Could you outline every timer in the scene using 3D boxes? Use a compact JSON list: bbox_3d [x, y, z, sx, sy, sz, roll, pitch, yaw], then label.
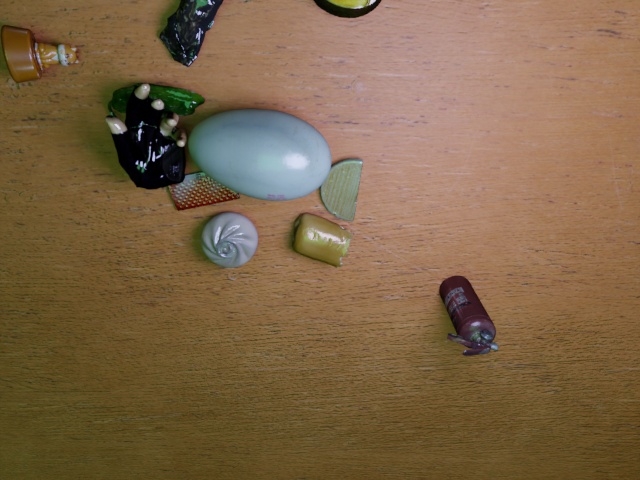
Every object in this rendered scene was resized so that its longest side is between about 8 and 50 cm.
[{"bbox_3d":[-0.690,-0.464,1.132,0.152,0.132,0.132,-8,117,-20],"label":"timer"}]

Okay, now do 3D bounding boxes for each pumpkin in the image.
[{"bbox_3d":[0.078,-0.648,1.007,0.190,0.139,0.281,18,117,-3],"label":"pumpkin"}]

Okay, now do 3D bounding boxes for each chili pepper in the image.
[{"bbox_3d":[-0.436,-0.365,1.184,0.257,0.074,0.100,5,160,2],"label":"chili pepper"}]

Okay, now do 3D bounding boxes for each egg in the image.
[{"bbox_3d":[-0.155,-0.222,1.165,0.370,0.230,0.230,10,116,3],"label":"egg"}]

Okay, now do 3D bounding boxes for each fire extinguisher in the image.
[{"bbox_3d":[0.412,0.224,1.308,0.147,0.337,0.107,9,114,-3],"label":"fire extinguisher"}]

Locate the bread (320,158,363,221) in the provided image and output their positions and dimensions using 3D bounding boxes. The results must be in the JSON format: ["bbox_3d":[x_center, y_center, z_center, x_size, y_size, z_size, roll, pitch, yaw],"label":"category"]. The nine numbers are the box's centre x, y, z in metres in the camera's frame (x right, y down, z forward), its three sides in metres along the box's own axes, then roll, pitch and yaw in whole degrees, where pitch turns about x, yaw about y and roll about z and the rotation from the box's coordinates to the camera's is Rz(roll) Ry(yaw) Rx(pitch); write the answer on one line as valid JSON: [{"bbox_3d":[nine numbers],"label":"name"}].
[{"bbox_3d":[0.056,-0.150,1.303,0.112,0.036,0.193,8,119,3],"label":"bread"}]

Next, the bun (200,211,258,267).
[{"bbox_3d":[-0.272,0.004,1.335,0.172,0.120,0.173,0,113,1],"label":"bun"}]

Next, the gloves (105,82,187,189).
[{"bbox_3d":[-0.437,-0.262,1.155,0.197,0.152,0.301,-20,158,-32],"label":"gloves"}]

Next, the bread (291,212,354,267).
[{"bbox_3d":[0.000,0.001,1.347,0.173,0.085,0.134,17,114,-8],"label":"bread"}]

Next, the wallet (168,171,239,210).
[{"bbox_3d":[-0.341,-0.150,1.316,0.196,0.020,0.103,-11,115,6],"label":"wallet"}]

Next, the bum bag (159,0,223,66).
[{"bbox_3d":[-0.309,-0.547,1.099,0.102,0.069,0.248,44,115,7],"label":"bum bag"}]
